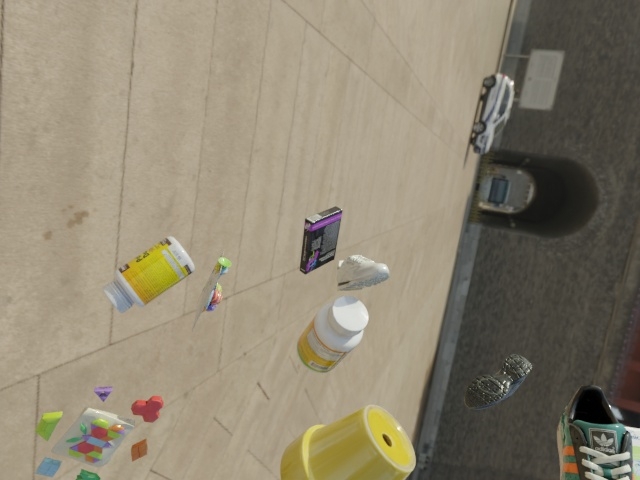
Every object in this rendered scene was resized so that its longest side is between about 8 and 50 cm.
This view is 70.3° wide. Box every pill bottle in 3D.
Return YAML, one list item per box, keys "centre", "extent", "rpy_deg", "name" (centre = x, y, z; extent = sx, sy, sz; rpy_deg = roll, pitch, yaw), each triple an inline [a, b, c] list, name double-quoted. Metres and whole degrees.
- centre: [0.034, 0.254, 1.237]
  extent: [0.136, 0.136, 0.246]
  rpy_deg: [-58, 179, -43]
  name: "pill bottle"
- centre: [-0.444, 0.092, 1.177]
  extent: [0.215, 0.117, 0.117]
  rpy_deg: [-37, 144, -20]
  name: "pill bottle"

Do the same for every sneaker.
- centre: [0.105, 0.082, 1.243]
  extent: [0.235, 0.089, 0.095]
  rpy_deg: [-25, -116, 61]
  name: "sneaker"
- centre: [0.625, 0.522, 1.600]
  extent: [0.286, 0.109, 0.130]
  rpy_deg: [-23, 131, -18]
  name: "sneaker"
- centre: [0.441, 0.363, 0.726]
  extent: [0.302, 0.107, 0.121]
  rpy_deg: [-61, 149, -58]
  name: "sneaker"

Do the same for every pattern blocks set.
- centre: [-0.586, 0.515, 1.187]
  extent: [0.325, 0.285, 0.026]
  rpy_deg: [-62, -156, 16]
  name: "pattern blocks set"

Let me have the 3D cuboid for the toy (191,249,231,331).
- centre: [-0.328, 0.158, 1.401]
  extent: [0.137, 0.056, 0.238]
  rpy_deg: [-101, -146, -59]
  name: "toy"

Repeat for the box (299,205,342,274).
- centre: [0.000, 0.000, 1.188]
  extent: [0.116, 0.029, 0.162]
  rpy_deg: [-24, 133, -41]
  name: "box"

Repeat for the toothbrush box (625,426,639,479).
- centre: [0.992, 0.781, 1.485]
  extent: [0.206, 0.121, 0.284]
  rpy_deg: [110, -14, -52]
  name: "toothbrush box"

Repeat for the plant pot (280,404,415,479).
- centre: [0.076, 0.515, 1.044]
  extent: [0.239, 0.254, 0.254]
  rpy_deg: [-46, 168, 18]
  name: "plant pot"
